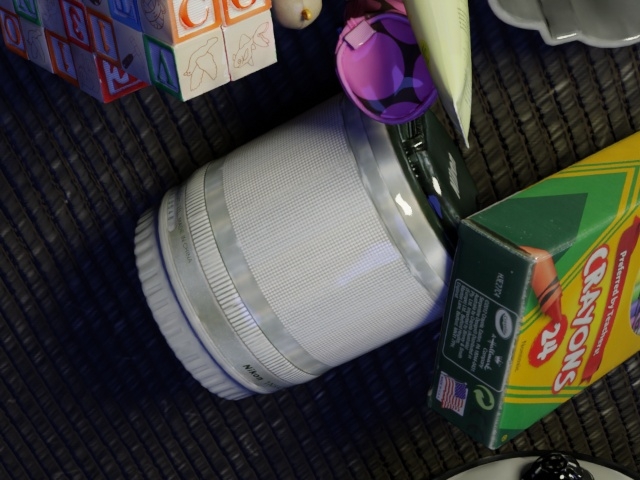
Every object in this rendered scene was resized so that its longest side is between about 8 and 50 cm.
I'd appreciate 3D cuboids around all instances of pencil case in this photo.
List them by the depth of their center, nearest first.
[{"bbox_3d":[0.056,-0.166,1.150,0.095,0.209,0.098,-30,106,12],"label":"pencil case"}]

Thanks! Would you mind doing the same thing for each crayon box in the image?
[{"bbox_3d":[0.238,0.027,1.232,0.081,0.318,0.202,32,132,33],"label":"crayon box"}]

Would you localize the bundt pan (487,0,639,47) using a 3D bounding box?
[{"bbox_3d":[0.246,-0.307,1.061,0.330,0.124,0.331,-12,144,-9],"label":"bundt pan"}]

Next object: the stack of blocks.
[{"bbox_3d":[-0.159,-0.203,1.088,0.087,0.297,0.171,-28,127,-29],"label":"stack of blocks"}]

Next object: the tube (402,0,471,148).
[{"bbox_3d":[0.080,-0.192,1.022,0.070,0.240,0.062,0,162,-39],"label":"tube"}]

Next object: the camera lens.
[{"bbox_3d":[0.000,0.000,1.252,0.274,0.219,0.219,-26,119,17],"label":"camera lens"}]

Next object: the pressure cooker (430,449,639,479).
[{"bbox_3d":[0.224,0.421,1.442,0.369,0.375,0.420,-18,123,-11],"label":"pressure cooker"}]

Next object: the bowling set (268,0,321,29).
[{"bbox_3d":[-0.020,-0.268,1.108,0.200,0.287,0.154,-21,126,-23],"label":"bowling set"}]
